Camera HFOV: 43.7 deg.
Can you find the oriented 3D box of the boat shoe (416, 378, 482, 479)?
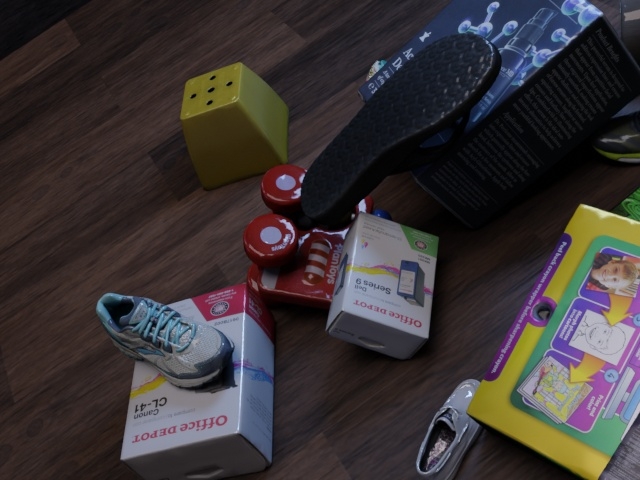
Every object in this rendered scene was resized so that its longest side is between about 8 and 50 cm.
[{"bbox_3d":[0.193,0.280,1.195,0.066,0.063,0.184,19,62,38],"label":"boat shoe"}]

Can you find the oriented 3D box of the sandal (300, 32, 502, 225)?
[{"bbox_3d":[0.136,-0.177,1.327,0.446,0.107,0.168,-39,45,38],"label":"sandal"}]

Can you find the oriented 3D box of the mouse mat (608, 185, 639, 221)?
[{"bbox_3d":[0.581,-0.034,1.310,0.152,0.007,0.189,-38,44,-7],"label":"mouse mat"}]

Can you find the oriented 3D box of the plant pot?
[{"bbox_3d":[-0.207,-0.274,1.815,0.212,0.187,0.212,-16,46,16],"label":"plant pot"}]

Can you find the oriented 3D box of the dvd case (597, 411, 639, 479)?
[{"bbox_3d":[0.459,0.246,0.952,0.164,0.018,0.221,30,83,37],"label":"dvd case"}]

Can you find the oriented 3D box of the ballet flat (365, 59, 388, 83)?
[{"bbox_3d":[0.155,-0.305,1.741,0.077,0.091,0.241,-49,33,26],"label":"ballet flat"}]

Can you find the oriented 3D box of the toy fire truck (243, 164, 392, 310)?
[{"bbox_3d":[0.000,0.000,1.504,0.254,0.169,0.302,11,55,6],"label":"toy fire truck"}]

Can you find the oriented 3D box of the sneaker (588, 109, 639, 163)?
[{"bbox_3d":[0.613,-0.226,1.379,0.300,0.121,0.111,-15,46,16],"label":"sneaker"}]

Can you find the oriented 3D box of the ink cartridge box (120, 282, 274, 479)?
[{"bbox_3d":[-0.204,0.249,1.390,0.226,0.131,0.306,-16,44,15],"label":"ink cartridge box"}]

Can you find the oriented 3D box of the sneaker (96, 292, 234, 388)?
[{"bbox_3d":[-0.271,0.157,1.325,0.283,0.122,0.110,9,56,35],"label":"sneaker"}]

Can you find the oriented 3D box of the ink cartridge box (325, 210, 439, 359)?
[{"bbox_3d":[0.108,0.075,1.356,0.154,0.093,0.212,19,55,-8],"label":"ink cartridge box"}]

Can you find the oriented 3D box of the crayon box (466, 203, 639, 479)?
[{"bbox_3d":[0.428,0.162,1.101,0.313,0.106,0.363,24,79,39],"label":"crayon box"}]

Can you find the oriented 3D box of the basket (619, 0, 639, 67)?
[{"bbox_3d":[0.683,-0.417,1.498,0.227,0.154,0.204,-2,52,22],"label":"basket"}]

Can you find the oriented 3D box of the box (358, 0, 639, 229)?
[{"bbox_3d":[0.314,-0.273,1.436,0.395,0.212,0.293,-42,43,16],"label":"box"}]
